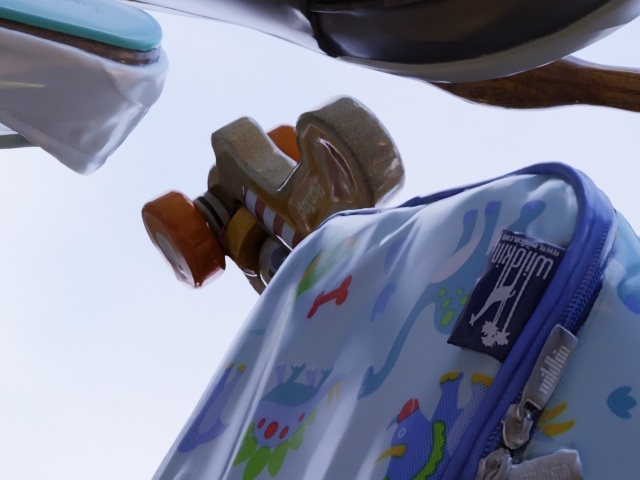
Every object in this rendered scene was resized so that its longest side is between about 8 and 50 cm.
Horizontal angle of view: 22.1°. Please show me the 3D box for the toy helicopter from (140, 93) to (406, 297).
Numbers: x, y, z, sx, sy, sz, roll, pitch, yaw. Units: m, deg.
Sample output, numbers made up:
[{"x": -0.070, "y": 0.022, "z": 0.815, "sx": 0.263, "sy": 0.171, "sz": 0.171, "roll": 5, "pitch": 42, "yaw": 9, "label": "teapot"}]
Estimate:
[{"x": 0.000, "y": 0.000, "z": 1.201, "sx": 0.235, "sy": 0.140, "sz": 0.355, "roll": 56, "pitch": -19, "yaw": 8, "label": "toy helicopter"}]

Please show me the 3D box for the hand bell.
[{"x": 0.167, "y": -0.078, "z": 0.858, "sx": 0.242, "sy": 0.126, "sz": 0.126, "roll": 7, "pitch": -67, "yaw": 5, "label": "hand bell"}]

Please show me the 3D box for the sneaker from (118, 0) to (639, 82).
[{"x": -0.030, "y": -0.082, "z": 0.332, "sx": 0.222, "sy": 0.118, "sz": 0.083, "roll": 7, "pitch": -90, "yaw": 47, "label": "sneaker"}]

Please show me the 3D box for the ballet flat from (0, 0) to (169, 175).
[{"x": -0.297, "y": -0.139, "z": 1.036, "sx": 0.400, "sy": 0.139, "sz": 0.139, "roll": 20, "pitch": -57, "yaw": -12, "label": "ballet flat"}]

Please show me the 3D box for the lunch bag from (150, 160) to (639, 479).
[{"x": 0.021, "y": 0.073, "z": 0.483, "sx": 0.090, "sy": 0.176, "sz": 0.219, "roll": 32, "pitch": -12, "yaw": -17, "label": "lunch bag"}]
